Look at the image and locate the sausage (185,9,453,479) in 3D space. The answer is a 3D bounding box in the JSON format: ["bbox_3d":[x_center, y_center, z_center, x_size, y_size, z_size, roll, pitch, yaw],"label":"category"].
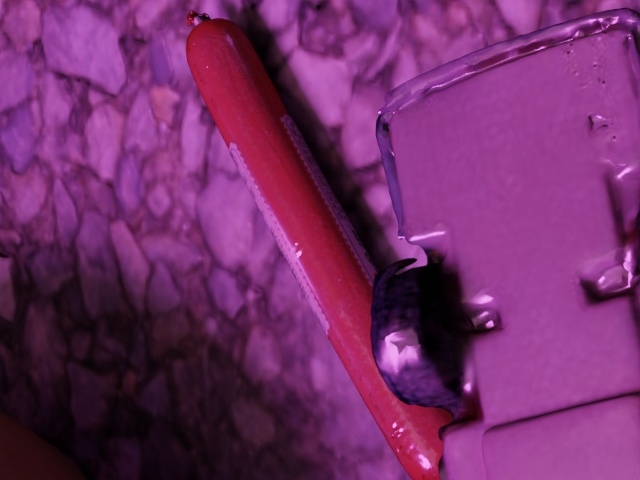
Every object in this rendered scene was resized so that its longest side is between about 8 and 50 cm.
[{"bbox_3d":[0.000,0.000,0.689,0.034,0.034,0.253,-47,62,37],"label":"sausage"}]

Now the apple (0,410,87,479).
[{"bbox_3d":[-0.223,0.231,0.761,0.360,0.320,0.312,31,153,46],"label":"apple"}]

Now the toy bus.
[{"bbox_3d":[0.102,0.099,0.492,0.112,0.138,0.317,-16,71,30],"label":"toy bus"}]
